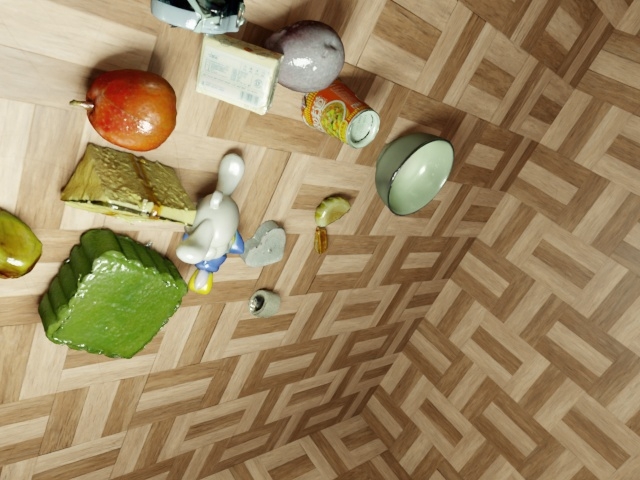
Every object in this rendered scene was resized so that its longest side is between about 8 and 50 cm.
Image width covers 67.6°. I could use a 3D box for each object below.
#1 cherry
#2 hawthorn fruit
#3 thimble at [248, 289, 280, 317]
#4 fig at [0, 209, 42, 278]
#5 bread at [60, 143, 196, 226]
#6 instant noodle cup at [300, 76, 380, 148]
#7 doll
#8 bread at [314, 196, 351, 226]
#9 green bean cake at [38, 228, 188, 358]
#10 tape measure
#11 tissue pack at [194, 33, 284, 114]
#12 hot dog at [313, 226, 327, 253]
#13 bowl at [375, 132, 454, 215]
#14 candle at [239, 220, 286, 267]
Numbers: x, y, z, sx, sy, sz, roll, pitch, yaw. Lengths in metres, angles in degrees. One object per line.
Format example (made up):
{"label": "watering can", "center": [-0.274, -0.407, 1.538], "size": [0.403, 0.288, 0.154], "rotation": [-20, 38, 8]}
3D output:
{"label": "cherry", "center": [-0.040, -0.501, 1.310], "size": [0.266, 0.184, 0.213], "rotation": [-14, 177, -27]}
{"label": "hawthorn fruit", "center": [-0.452, -0.301, 1.097], "size": [0.225, 0.196, 0.197], "rotation": [-2, 126, -35]}
{"label": "thimble", "center": [-0.231, 0.259, 1.958], "size": [0.090, 0.102, 0.115], "rotation": [18, 104, -52]}
{"label": "fig", "center": [-0.751, 0.013, 1.140], "size": [0.144, 0.154, 0.166], "rotation": [-27, 120, -38]}
{"label": "bread", "center": [-0.487, -0.087, 1.226], "size": [0.263, 0.236, 0.198], "rotation": [13, 115, -51]}
{"label": "instant noodle cup", "center": [0.071, -0.396, 1.515], "size": [0.193, 0.212, 0.193], "rotation": [-27, 141, -24]}
{"label": "doll", "center": [-0.337, -0.028, 1.455], "size": [0.376, 0.187, 0.366], "rotation": [-51, 170, -35]}
{"label": "bread", "center": [0.036, -0.123, 1.868], "size": [0.157, 0.083, 0.094], "rotation": [-44, 143, -6]}
{"label": "green bean cake", "center": [-0.600, 0.150, 1.392], "size": [0.335, 0.218, 0.319], "rotation": [-53, 138, -1]}
{"label": "tape measure", "center": [-0.281, -0.519, 1.059], "size": [0.182, 0.181, 0.107], "rotation": [-62, 169, -59]}
{"label": "tissue pack", "center": [-0.208, -0.427, 1.217], "size": [0.092, 0.196, 0.148], "rotation": [-73, -177, -60]}
{"label": "hot dog", "center": [-0.001, -0.001, 1.993], "size": [0.062, 0.038, 0.144], "rotation": [-27, 139, -21]}
{"label": "bowl", "center": [0.348, -0.292, 1.931], "size": [0.354, 0.185, 0.354], "rotation": [-27, 141, -25]}
{"label": "candle", "center": [-0.200, 0.025, 1.785], "size": [0.192, 0.068, 0.168], "rotation": [-45, 142, 1]}
